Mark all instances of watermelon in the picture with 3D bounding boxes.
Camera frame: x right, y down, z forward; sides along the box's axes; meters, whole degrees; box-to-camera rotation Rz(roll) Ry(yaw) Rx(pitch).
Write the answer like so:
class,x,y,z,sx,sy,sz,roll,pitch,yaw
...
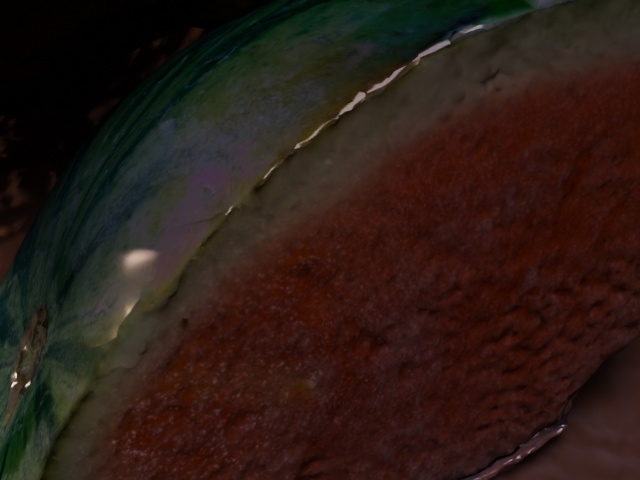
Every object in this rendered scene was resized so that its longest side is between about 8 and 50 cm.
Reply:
class,x,y,z,sx,sy,sz,roll,pitch,yaw
watermelon,-0.009,-0.021,0.489,0.231,0.128,0.146,-21,38,-21

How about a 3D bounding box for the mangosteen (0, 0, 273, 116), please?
class,x,y,z,sx,sy,sz,roll,pitch,yaw
mangosteen,-0.091,-0.126,0.501,0.216,0.216,0.216,4,49,-5
